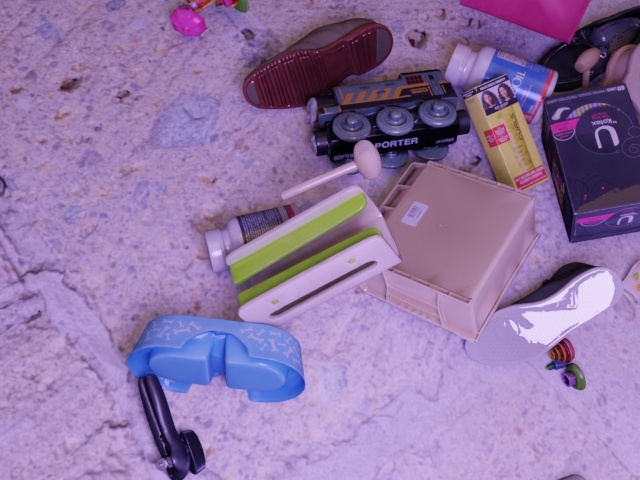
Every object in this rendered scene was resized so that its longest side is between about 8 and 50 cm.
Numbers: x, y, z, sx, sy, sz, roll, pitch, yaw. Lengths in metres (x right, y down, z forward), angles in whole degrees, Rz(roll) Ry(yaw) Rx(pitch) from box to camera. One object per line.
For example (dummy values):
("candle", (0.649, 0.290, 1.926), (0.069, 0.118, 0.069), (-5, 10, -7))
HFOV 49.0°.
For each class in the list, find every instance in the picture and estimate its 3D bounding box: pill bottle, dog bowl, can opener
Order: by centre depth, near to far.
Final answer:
("can opener", (-0.259, 0.310, 1.165), (0.073, 0.059, 0.186), (-17, 77, -59))
("dog bowl", (-0.170, 0.197, 1.185), (0.297, 0.166, 0.074), (6, 52, -1))
("pill bottle", (-0.121, 0.001, 1.310), (0.180, 0.108, 0.107), (-13, 65, -11))
("pill bottle", (0.383, -0.342, 1.510), (0.222, 0.124, 0.124), (22, 64, 8))

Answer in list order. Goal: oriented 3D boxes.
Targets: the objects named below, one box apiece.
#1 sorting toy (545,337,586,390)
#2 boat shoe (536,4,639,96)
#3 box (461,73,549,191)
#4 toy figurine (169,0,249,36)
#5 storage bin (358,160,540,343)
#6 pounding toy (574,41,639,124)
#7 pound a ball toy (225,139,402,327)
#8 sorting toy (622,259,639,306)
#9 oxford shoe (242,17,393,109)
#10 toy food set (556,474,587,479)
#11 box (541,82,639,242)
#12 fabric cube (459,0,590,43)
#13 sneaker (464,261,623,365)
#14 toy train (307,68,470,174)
("sorting toy", (0.436, 0.226, 1.266), (0.042, 0.061, 0.101), (-17, 84, -11))
("boat shoe", (0.621, -0.437, 1.580), (0.340, 0.113, 0.127), (-23, 68, -15))
("box", (0.376, -0.212, 1.428), (0.087, 0.058, 0.232), (-24, 96, -16))
("toy figurine", (-0.274, -0.530, 1.574), (0.159, 0.130, 0.173), (-42, 51, -11))
("storage bin", (0.226, 0.007, 1.290), (0.260, 0.123, 0.262), (23, 63, 30))
("pounding toy", (0.666, -0.335, 1.518), (0.269, 0.155, 0.154), (44, 77, -17))
("pound a ball toy", (0.000, 0.000, 1.212), (0.319, 0.136, 0.208), (-29, 52, 12))
("sorting toy", (0.622, 0.090, 1.360), (0.075, 0.045, 0.083), (-33, 71, -11))
("oxford shoe", (-0.019, -0.388, 1.529), (0.348, 0.123, 0.130), (-23, 41, -14))
("toy food set", (0.379, 0.547, 1.097), (0.220, 0.092, 0.306), (-16, 58, -11))
("box", (0.550, -0.153, 1.397), (0.165, 0.143, 0.270), (-11, 64, 10))
("fabric cube", (0.488, -0.629, 1.546), (0.258, 0.259, 0.254), (23, 38, 8))
("sneaker", (0.406, 0.136, 1.295), (0.296, 0.147, 0.104), (-32, 86, 14))
("toy train", (0.135, -0.251, 1.448), (0.334, 0.142, 0.190), (-10, 53, -7))
